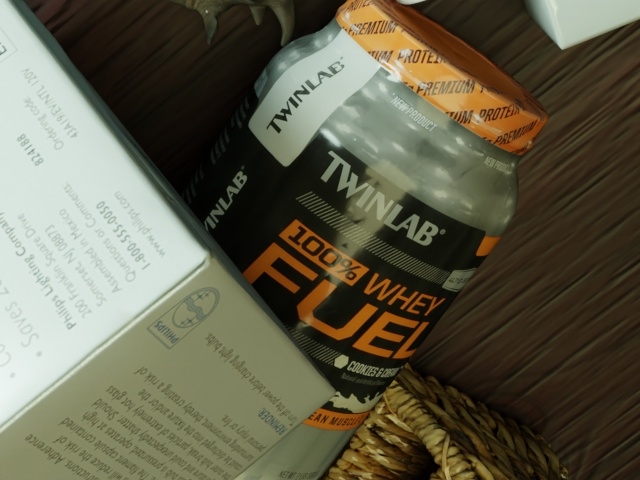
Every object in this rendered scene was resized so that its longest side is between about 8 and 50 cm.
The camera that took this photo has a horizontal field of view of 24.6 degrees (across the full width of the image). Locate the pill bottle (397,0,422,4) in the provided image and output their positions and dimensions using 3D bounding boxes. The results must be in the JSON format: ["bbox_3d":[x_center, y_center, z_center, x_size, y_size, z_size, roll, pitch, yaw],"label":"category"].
[{"bbox_3d":[0.011,-0.275,0.896,0.146,0.146,0.264,-36,113,9],"label":"pill bottle"}]

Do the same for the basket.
[{"bbox_3d":[0.029,0.258,1.092,0.223,0.213,0.299,30,107,-18],"label":"basket"}]

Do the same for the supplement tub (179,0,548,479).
[{"bbox_3d":[0.000,0.000,0.988,0.193,0.193,0.316,29,107,-17],"label":"supplement tub"}]

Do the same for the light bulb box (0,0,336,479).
[{"bbox_3d":[-0.253,0.046,0.830,0.361,0.358,0.225,-39,150,-2],"label":"light bulb box"}]

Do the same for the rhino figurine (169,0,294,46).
[{"bbox_3d":[-0.098,-0.217,0.949,0.106,0.073,0.243,-39,113,7],"label":"rhino figurine"}]

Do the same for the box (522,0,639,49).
[{"bbox_3d":[0.182,-0.194,0.974,0.101,0.102,0.087,-22,112,3],"label":"box"}]
